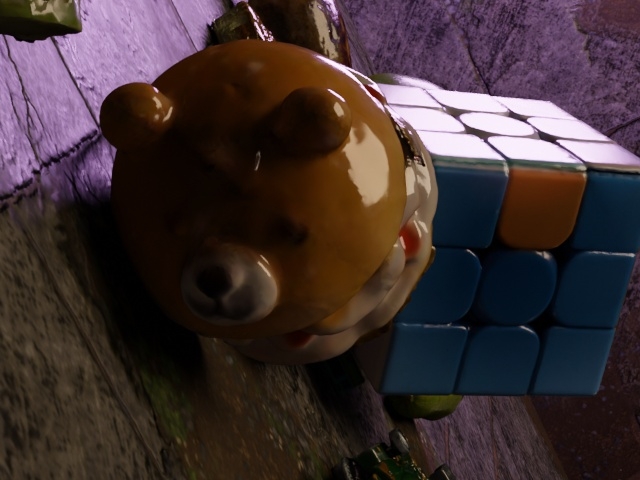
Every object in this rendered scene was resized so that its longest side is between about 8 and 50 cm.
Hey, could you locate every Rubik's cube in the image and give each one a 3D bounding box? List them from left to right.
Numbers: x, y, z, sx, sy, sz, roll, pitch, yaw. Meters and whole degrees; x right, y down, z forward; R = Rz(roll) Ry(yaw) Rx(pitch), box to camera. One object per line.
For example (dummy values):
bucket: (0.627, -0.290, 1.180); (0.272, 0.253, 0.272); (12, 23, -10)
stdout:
Rubik's cube: (0.181, -0.005, 1.547); (0.291, 0.290, 0.291); (-124, -140, -61)

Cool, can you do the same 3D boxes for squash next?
squash: (0.147, 0.212, 1.853); (0.095, 0.095, 0.188); (68, 11, 12)

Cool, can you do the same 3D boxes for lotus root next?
lotus root: (-0.027, -0.303, 1.984); (0.169, 0.141, 0.314); (-25, 95, -75)

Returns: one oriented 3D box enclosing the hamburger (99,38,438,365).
hamburger: (-0.045, -0.039, 1.049); (0.237, 0.276, 0.276); (40, 28, -71)

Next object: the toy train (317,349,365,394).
toy train: (-0.014, 0.078, 1.496); (0.209, 0.042, 0.044); (63, -4, -10)

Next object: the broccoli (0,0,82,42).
broccoli: (-0.245, -0.332, 0.954); (0.252, 0.221, 0.361); (57, 29, -58)

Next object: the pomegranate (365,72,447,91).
pomegranate: (0.082, -0.105, 1.854); (0.341, 0.260, 0.260); (-35, 102, -53)

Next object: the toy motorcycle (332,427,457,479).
toy motorcycle: (0.093, 0.295, 1.354); (0.187, 0.125, 0.275); (58, 9, 9)

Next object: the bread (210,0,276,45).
bread: (-0.090, -0.245, 1.753); (0.128, 0.069, 0.140); (49, 19, -54)
